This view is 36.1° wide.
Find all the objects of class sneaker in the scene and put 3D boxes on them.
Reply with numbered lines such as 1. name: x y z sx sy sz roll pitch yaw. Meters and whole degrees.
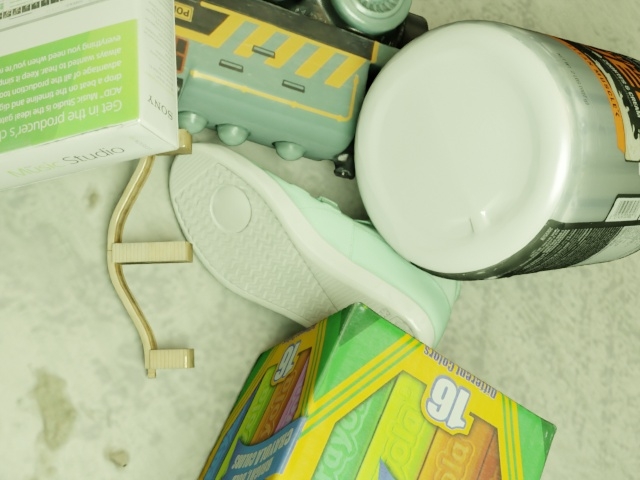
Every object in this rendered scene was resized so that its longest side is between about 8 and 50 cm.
1. sneaker: 0.000 0.001 0.814 0.256 0.094 0.151 38 28 9

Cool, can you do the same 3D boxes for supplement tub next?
1. supplement tub: 0.190 -0.071 0.823 0.316 0.193 0.194 -4 73 -52

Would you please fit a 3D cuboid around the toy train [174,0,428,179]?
1. toy train: -0.066 -0.169 0.806 0.333 0.142 0.190 15 78 -24

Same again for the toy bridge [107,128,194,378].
1. toy bridge: -0.129 0.010 0.749 0.063 0.026 0.188 -2 84 6

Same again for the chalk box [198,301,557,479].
1. chalk box: 0.004 0.222 0.669 0.180 0.179 0.289 32 61 -13

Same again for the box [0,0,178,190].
1. box: -0.215 -0.194 0.691 0.058 0.232 0.322 37 46 -63
